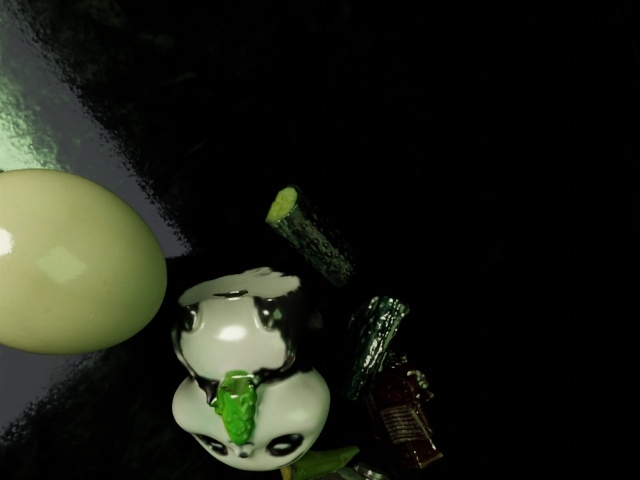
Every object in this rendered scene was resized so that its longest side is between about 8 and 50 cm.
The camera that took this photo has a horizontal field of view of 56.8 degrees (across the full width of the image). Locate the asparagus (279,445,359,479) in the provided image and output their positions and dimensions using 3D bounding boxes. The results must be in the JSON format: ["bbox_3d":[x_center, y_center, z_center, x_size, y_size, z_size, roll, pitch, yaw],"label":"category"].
[{"bbox_3d":[0.002,0.389,1.036,0.178,0.045,0.041,8,122,-45],"label":"asparagus"}]

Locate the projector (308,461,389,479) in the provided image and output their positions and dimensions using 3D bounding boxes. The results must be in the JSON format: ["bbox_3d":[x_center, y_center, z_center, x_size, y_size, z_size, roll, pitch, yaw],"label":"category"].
[{"bbox_3d":[0.066,0.514,1.083,0.269,0.088,0.194,32,76,-42],"label":"projector"}]

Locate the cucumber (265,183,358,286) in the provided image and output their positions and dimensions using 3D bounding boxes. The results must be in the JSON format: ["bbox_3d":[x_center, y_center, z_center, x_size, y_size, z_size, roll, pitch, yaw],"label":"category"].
[{"bbox_3d":[0.003,-0.001,0.970,0.211,0.062,0.078,43,65,-39],"label":"cucumber"}]

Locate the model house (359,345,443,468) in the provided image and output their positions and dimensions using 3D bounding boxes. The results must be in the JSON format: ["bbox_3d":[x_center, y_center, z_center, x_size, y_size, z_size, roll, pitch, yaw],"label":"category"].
[{"bbox_3d":[0.165,0.325,1.106,0.141,0.164,0.203,-40,123,-28],"label":"model house"}]

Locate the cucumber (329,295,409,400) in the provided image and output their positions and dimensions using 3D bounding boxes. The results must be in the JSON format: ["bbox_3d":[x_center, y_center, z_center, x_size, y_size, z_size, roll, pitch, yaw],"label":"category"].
[{"bbox_3d":[0.079,0.190,1.061,0.085,0.115,0.193,25,79,1],"label":"cucumber"}]

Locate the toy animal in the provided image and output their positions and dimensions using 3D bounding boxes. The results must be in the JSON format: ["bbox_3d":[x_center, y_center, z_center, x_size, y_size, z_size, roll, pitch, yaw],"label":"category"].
[{"bbox_3d":[-0.095,0.180,0.799,0.212,0.212,0.267,-9,95,-44],"label":"toy animal"}]

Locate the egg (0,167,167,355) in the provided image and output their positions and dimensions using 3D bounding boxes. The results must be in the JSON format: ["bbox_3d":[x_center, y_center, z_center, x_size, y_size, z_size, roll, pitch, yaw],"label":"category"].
[{"bbox_3d":[-0.269,0.025,0.618,0.241,0.186,0.186,28,76,-51],"label":"egg"}]
